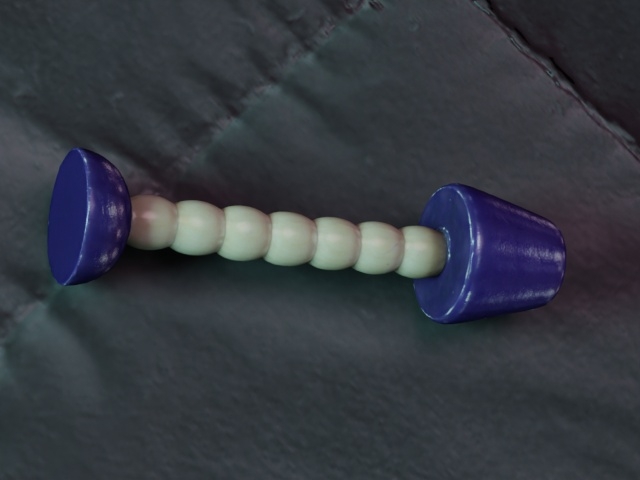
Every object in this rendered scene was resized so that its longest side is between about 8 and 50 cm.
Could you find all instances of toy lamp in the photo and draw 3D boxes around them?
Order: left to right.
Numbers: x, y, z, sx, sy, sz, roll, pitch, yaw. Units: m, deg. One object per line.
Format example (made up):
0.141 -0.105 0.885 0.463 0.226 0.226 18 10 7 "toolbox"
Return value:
0.000 0.000 1.033 0.274 0.080 0.080 5 66 -24 "toy lamp"
